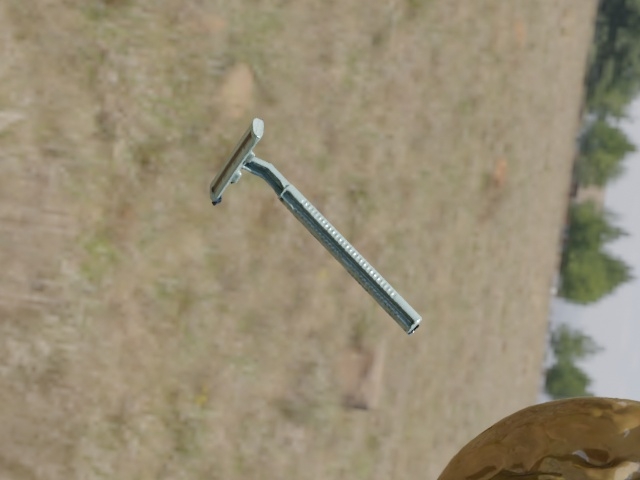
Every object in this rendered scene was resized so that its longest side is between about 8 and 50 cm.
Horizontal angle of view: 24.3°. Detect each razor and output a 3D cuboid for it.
[{"bbox_3d":[0.004,-0.003,1.218,0.036,0.211,0.084,-42,173,-50],"label":"razor"}]

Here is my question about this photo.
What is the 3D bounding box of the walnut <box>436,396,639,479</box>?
[{"bbox_3d":[0.165,0.209,0.828,0.224,0.257,0.257,-4,101,-66],"label":"walnut"}]
